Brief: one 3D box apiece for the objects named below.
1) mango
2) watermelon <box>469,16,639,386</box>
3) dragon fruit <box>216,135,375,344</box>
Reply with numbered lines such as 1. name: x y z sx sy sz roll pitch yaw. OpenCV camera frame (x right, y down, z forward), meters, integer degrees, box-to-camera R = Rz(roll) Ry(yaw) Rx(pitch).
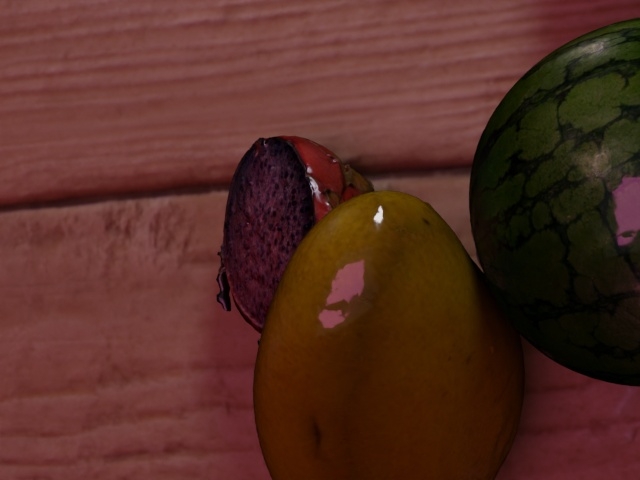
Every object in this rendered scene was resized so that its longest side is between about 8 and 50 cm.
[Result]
1. mango: 0.072 0.126 1.828 0.220 0.301 0.445 38 150 31
2. watermelon: 0.314 -0.036 1.731 0.363 0.363 0.363 3 97 25
3. dragon fruit: 0.002 -0.002 1.993 0.218 0.148 0.224 37 122 54
